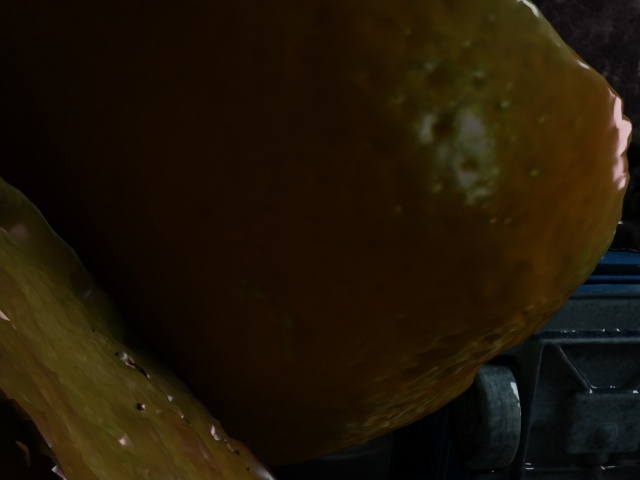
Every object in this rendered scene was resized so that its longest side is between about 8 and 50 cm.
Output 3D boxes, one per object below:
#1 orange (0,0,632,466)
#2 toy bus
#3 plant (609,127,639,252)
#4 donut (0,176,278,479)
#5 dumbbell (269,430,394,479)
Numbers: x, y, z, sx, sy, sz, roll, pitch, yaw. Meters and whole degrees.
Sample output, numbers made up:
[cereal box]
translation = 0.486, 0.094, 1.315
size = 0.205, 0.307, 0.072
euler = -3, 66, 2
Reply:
[orange]
translation = -0.041, -0.042, 0.619
size = 0.262, 0.196, 0.334
euler = 46, -30, -4
[toy bus]
translation = 0.088, 0.116, 0.754
size = 0.134, 0.113, 0.246
euler = -124, -143, -64
[plant]
translation = 0.156, 0.065, 1.019
size = 0.142, 0.164, 0.256
euler = -121, -157, -54
[donut]
translation = -0.043, 0.112, 0.427
size = 0.272, 0.107, 0.272
euler = 54, 1, -1
[dumbbell]
translation = 0.000, 0.000, 0.972
size = 0.179, 0.179, 0.406
euler = 53, 7, -14
